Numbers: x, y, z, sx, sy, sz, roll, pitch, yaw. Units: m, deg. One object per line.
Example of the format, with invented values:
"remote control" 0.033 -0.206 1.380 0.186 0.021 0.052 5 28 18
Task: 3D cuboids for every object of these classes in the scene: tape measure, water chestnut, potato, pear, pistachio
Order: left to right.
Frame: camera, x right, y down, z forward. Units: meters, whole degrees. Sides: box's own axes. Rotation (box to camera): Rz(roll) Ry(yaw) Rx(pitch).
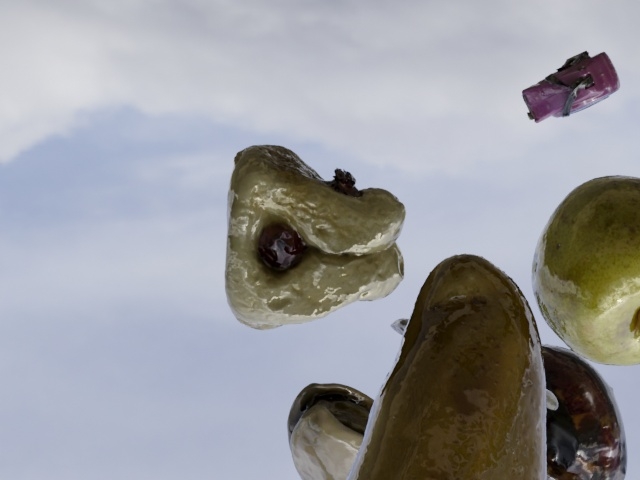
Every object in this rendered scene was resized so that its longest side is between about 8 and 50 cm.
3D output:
"pistachio" 0.040 0.290 2.050 0.153 0.238 0.138 -26 -150 3
"potato" 0.095 0.193 1.156 0.195 0.369 0.176 23 158 -27
"water chestnut" 0.342 0.315 2.407 0.300 0.300 0.300 -1 -156 1
"tape measure" 0.359 -0.219 2.132 0.118 0.074 0.125 -23 -175 36
"pear" 0.312 0.027 1.566 0.197 0.197 0.197 -1 -156 1

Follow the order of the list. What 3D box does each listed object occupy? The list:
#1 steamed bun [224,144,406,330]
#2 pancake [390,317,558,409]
"steamed bun" 0.000 0.000 1.359 0.155 0.172 0.141 2 -166 8
"pancake" 0.192 0.157 1.892 0.235 0.029 0.212 26 175 14
